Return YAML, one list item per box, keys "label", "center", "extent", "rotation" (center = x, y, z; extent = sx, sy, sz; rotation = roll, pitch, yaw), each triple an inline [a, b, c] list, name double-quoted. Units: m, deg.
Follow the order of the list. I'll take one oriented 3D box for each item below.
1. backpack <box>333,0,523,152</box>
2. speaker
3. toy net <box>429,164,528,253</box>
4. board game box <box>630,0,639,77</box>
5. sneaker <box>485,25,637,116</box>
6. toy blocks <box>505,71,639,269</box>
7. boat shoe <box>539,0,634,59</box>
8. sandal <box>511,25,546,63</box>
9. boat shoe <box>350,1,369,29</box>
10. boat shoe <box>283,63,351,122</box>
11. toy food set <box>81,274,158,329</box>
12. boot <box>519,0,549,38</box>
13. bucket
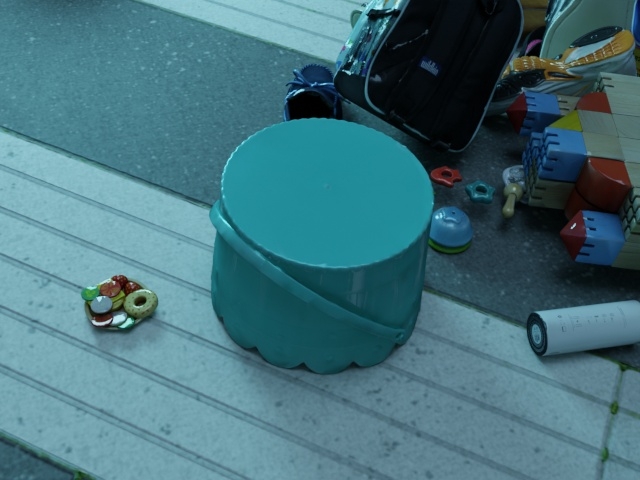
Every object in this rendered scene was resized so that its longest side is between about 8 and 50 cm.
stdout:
- label: "backpack"
  center: [0.160, -0.282, 1.126]
  extent: [0.225, 0.253, 0.191]
  rotation: [23, 12, -31]
- label: "speaker"
  center: [0.326, 0.106, 0.945]
  extent: [0.136, 0.055, 0.055]
  rotation: [-6, 49, -11]
- label: "toy net"
  center: [0.234, -0.063, 1.101]
  extent: [0.232, 0.045, 0.122]
  rotation: [-18, 50, -23]
- label: "board game box"
  center: [0.711, -0.405, 1.159]
  extent: [0.357, 0.356, 0.356]
  rotation: [-7, 17, -12]
- label: "sneaker"
  center: [0.363, -0.227, 1.210]
  extent: [0.262, 0.121, 0.099]
  rotation: [-14, 43, 26]
- label: "toy blocks"
  center: [0.395, -0.101, 1.043]
  extent: [0.261, 0.190, 0.381]
  rotation: [7, 48, -2]
- label: "boat shoe"
  center: [0.429, -0.379, 1.254]
  extent: [0.127, 0.340, 0.113]
  rotation: [10, 18, 1]
- label: "sandal"
  center: [0.365, -0.307, 1.319]
  extent: [0.067, 0.040, 0.179]
  rotation: [49, 57, -13]
- label: "boat shoe"
  center: [0.152, -0.351, 1.327]
  extent: [0.069, 0.081, 0.228]
  rotation: [-35, 57, -27]
- label: "boat shoe"
  center: [-0.005, -0.191, 1.161]
  extent: [0.109, 0.089, 0.258]
  rotation: [2, 47, -4]
- label: "toy food set"
  center: [-0.245, 0.075, 0.940]
  extent: [0.082, 0.020, 0.083]
  rotation: [-32, 58, -29]
- label: "boot"
  center: [0.313, -0.454, 1.429]
  extent: [0.280, 0.096, 0.264]
  rotation: [-17, 51, -21]
- label: "bucket"
  center: [0.000, 0.000, 0.923]
  extent: [0.281, 0.183, 0.281]
  rotation: [3, 48, -3]
